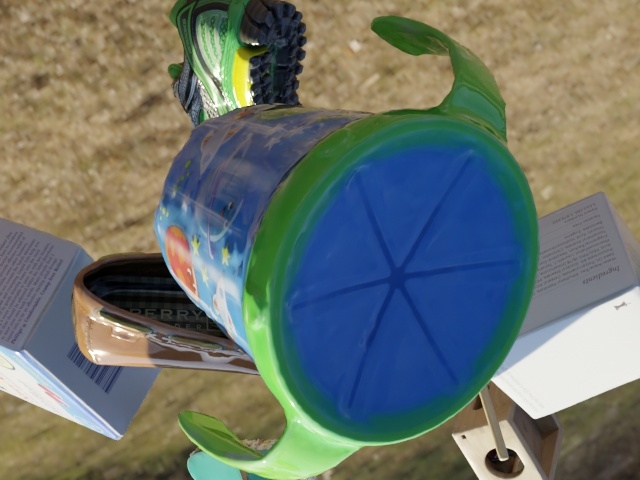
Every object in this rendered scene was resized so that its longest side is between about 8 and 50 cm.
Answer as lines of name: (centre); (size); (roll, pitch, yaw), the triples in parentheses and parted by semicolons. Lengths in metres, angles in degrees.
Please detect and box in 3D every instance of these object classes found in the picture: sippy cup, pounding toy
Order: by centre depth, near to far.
sippy cup: (0.000, 0.000, 1.021); (0.305, 0.224, 0.240); (-35, 123, -21)
pounding toy: (0.214, 0.233, 1.797); (0.094, 0.181, 0.206); (-20, 114, 29)

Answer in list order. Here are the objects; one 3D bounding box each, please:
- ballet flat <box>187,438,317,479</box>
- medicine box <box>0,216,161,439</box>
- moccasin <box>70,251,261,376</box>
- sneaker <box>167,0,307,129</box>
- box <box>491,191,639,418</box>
ballet flat: (-0.082, 0.310, 1.933); (0.241, 0.091, 0.077); (-5, -166, 46)
medicine box: (-0.375, 0.093, 1.747); (0.149, 0.289, 0.263); (-62, 148, -19)
moccasin: (-0.073, 0.061, 1.503); (0.379, 0.139, 0.147); (6, 148, -7)
sneaker: (-0.096, -0.156, 1.642); (0.134, 0.146, 0.344); (-46, 150, -37)
box: (0.249, 0.070, 1.421); (0.181, 0.119, 0.181); (-25, 143, 17)
